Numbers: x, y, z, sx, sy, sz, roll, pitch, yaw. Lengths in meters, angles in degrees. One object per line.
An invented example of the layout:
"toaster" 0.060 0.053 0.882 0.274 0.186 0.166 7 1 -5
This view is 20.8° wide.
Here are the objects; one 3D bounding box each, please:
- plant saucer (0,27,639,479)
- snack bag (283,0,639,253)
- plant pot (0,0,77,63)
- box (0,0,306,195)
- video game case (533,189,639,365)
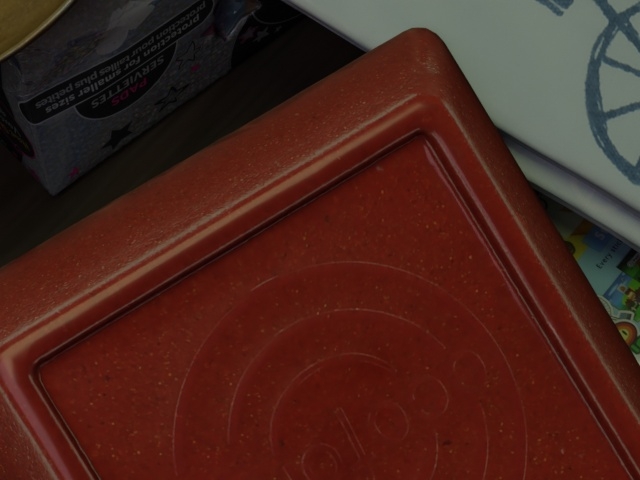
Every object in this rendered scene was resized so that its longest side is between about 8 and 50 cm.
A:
"plant saucer" 0.009 0.080 0.682 0.258 0.048 0.259 -32 92 -13
"snack bag" 0.112 -0.188 0.780 0.342 0.037 0.323 30 77 -8
"plant pot" -0.171 -0.165 0.727 0.236 0.032 0.236 -4 76 16
"box" -0.086 -0.169 0.836 0.247 0.142 0.163 -38 69 -18
"video game case" 0.203 -0.017 0.812 0.206 0.026 0.227 35 68 18
